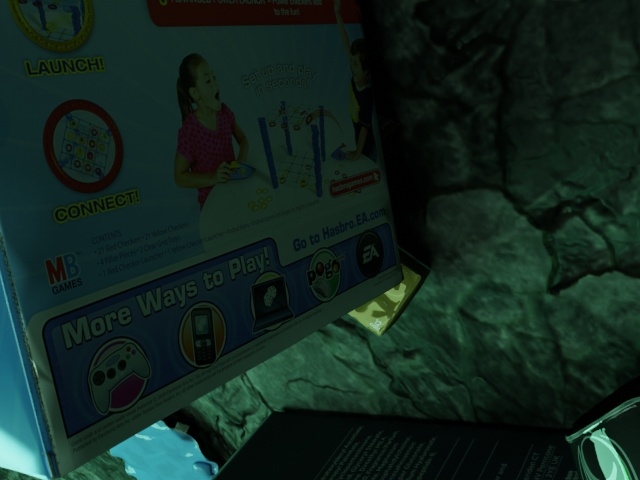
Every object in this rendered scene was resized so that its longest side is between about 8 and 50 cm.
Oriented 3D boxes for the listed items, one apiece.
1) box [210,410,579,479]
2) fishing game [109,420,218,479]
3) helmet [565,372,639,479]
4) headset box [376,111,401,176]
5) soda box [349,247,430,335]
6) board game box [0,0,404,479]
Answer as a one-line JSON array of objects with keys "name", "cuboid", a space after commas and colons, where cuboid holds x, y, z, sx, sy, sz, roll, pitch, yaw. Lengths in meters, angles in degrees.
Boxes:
[{"name": "box", "cuboid": [0.096, 0.348, 0.695, 0.396, 0.212, 0.293, -6, 115, 37]}, {"name": "fishing game", "cuboid": [-0.206, 0.287, 0.993, 0.264, 0.041, 0.189, 40, 135, -4]}, {"name": "helmet", "cuboid": [0.263, 0.158, 0.485, 0.161, 0.169, 0.169, 53, 136, 17]}, {"name": "headset box", "cuboid": [0.022, -0.076, 0.592, 0.083, 0.032, 0.062, 27, 132, 18]}, {"name": "soda box", "cuboid": [0.000, 0.000, 0.626, 0.181, 0.058, 0.061, 36, 101, 10]}, {"name": "board game box", "cuboid": [-0.083, -0.077, 0.431, 0.086, 0.308, 0.301, -3, 102, 37]}]
